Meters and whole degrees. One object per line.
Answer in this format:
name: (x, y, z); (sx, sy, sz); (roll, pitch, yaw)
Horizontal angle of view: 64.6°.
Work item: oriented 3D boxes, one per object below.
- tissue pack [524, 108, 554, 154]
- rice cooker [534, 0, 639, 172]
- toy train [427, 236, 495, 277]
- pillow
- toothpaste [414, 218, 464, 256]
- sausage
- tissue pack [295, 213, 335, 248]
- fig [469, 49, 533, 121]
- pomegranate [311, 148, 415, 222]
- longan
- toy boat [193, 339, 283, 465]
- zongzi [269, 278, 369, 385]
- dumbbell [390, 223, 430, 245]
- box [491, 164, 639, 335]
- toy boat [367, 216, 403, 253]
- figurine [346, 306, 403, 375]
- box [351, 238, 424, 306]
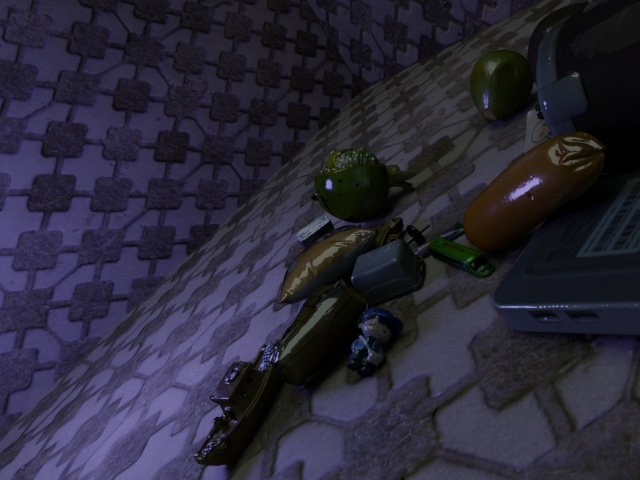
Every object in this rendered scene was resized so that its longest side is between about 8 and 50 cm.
tissue pack: (0.557, -0.242, 1.176); (0.148, 0.092, 0.196); (-28, 39, 54)
rice cooker: (0.581, -0.302, 0.911); (0.335, 0.335, 0.325); (-47, 15, -28)
toy train: (0.312, 0.033, 1.137); (0.044, 0.042, 0.209); (-39, 20, -7)
pillow: (0.014, 0.056, 1.421); (0.312, 0.119, 0.310); (-38, 7, 0)
toothpaste: (0.304, -0.004, 1.258); (0.170, 0.028, 0.045); (-31, 27, 3)
sausage: (0.394, -0.091, 0.968); (0.354, 0.116, 0.134); (118, 165, -62)
tissue pack: (0.000, 0.000, 1.569); (0.112, 0.156, 0.051); (-37, 54, -4)
fig: (0.599, -0.508, 1.666); (0.207, 0.207, 0.230); (-25, 46, 27)
pomegranate: (0.138, -0.183, 1.660); (0.341, 0.260, 0.260); (-4, 24, 3)
longan: (0.712, -0.490, 1.344); (0.288, 0.288, 0.350); (-33, 31, 8)
toy boat: (-0.172, 0.346, 1.116); (0.089, 0.121, 0.321); (-13, 30, 37)
zongzi: (-0.022, 0.212, 1.210); (0.260, 0.123, 0.289); (-48, 6, -13)
dumbbell: (0.226, 0.005, 1.300); (0.147, 0.069, 0.069); (-39, 20, -8)
box: (0.492, -0.006, 0.801); (0.367, 0.090, 0.373); (-45, 14, -25)
toy boat: (0.187, 0.010, 1.376); (0.072, 0.064, 0.206); (-1, 39, 28)
figurine: (0.111, 0.207, 1.046); (0.149, 0.086, 0.087); (-60, -12, -26)
box: (0.156, 0.074, 1.224); (0.172, 0.093, 0.124); (-26, 23, 27)
